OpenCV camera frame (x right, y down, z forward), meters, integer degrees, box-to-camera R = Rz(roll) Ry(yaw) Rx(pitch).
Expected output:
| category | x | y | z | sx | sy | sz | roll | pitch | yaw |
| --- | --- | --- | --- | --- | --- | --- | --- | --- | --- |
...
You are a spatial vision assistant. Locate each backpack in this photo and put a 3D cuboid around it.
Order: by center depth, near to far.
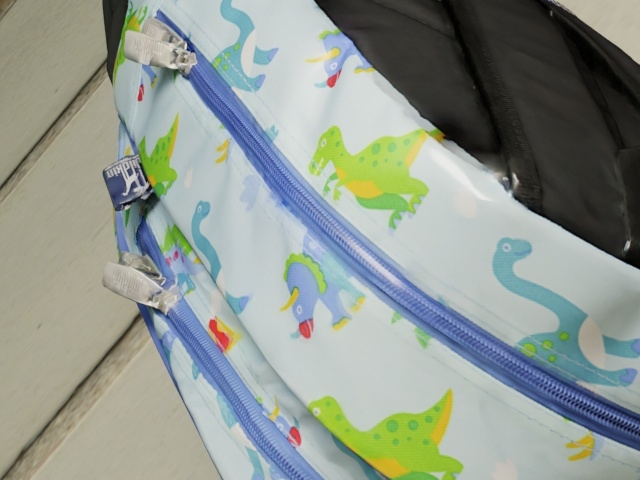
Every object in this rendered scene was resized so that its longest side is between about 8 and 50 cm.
| category | x | y | z | sx | sy | sz | roll | pitch | yaw |
| --- | --- | --- | --- | --- | --- | --- | --- | --- | --- |
| backpack | 0.054 | 0.001 | 0.814 | 0.273 | 0.290 | 0.355 | -61 | 30 | 1 |
